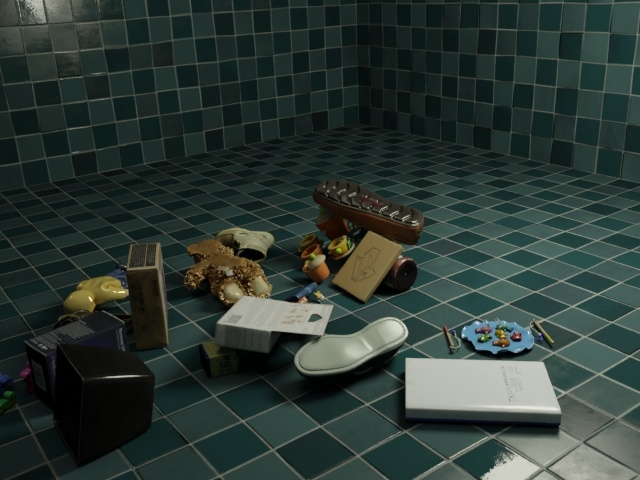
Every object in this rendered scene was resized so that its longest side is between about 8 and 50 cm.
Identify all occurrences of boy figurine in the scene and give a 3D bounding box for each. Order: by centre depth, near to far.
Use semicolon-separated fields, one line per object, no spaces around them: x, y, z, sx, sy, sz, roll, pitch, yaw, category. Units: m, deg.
-0.648;0.156;2.035;0.177;0.092;0.285;6;23;20;boy figurine

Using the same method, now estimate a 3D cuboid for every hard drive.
0.350;0.333;1.519;0.318;0.040;0.210;0;21;7;hard drive

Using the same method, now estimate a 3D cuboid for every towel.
-0.058;0.161;2.006;0.067;0.029;0.119;-28;1;35;towel

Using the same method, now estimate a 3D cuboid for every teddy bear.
-0.292;0.115;2.113;0.338;0.113;0.245;22;38;33;teddy bear

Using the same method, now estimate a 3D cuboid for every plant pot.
-0.456;0.329;1.448;0.167;0.188;0.187;-3;17;-36;plant pot

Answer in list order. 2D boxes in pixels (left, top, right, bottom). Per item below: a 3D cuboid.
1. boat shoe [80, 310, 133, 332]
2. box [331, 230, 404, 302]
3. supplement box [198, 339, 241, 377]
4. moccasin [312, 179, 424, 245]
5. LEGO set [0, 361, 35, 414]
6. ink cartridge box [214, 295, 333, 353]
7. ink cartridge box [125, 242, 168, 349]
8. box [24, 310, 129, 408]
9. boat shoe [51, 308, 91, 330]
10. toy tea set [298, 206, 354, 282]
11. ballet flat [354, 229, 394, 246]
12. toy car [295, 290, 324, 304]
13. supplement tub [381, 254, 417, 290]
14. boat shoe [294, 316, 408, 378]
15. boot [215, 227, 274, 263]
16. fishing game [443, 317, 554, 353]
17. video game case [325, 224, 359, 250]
-0.572;0.212;1.841;0.153;0.048;0.056;22;12;-43;boat shoe
0.142;0.077;2.061;0.201;0.021;0.164;-53;38;-7;box
-0.249;0.288;1.684;0.083;0.056;0.083;-11;22;-20;supplement box
0.150;-0.088;2.216;0.380;0.147;0.139;18;46;10;moccasin
-0.749;0.339;1.556;0.087;0.093;0.227;5;22;19;LEGO set
-0.110;0.217;1.756;0.261;0.066;0.296;7;9;6;ink cartridge box
-0.464;0.146;1.837;0.088;0.235;0.193;-6;22;-9;ink cartridge box
-0.568;0.279;1.611;0.108;0.153;0.207;17;29;40;box
-0.653;0.249;1.785;0.109;0.091;0.305;-4;21;-3;boat shoe
0.000;0.000;2.232;0.200;0.124;0.336;-33;21;8;toy tea set
0.214;-0.009;2.337;0.123;0.123;0.348;8;26;26;ballet flat
-0.024;0.175;1.965;0.040;0.060;0.122;43;47;18;toy car
0.198;0.082;2.108;0.106;0.106;0.198;-18;23;-35;supplement tub
0.074;0.278;1.637;0.302;0.091;0.114;-12;49;-22;boat shoe
-0.278;0.022;2.365;0.213;0.077;0.165;3;23;7;boot
0.457;0.239;1.758;0.264;0.041;0.189;-2;18;1;fishing game
0.120;-0.045;2.418;0.190;0.022;0.173;-34;4;32;video game case
